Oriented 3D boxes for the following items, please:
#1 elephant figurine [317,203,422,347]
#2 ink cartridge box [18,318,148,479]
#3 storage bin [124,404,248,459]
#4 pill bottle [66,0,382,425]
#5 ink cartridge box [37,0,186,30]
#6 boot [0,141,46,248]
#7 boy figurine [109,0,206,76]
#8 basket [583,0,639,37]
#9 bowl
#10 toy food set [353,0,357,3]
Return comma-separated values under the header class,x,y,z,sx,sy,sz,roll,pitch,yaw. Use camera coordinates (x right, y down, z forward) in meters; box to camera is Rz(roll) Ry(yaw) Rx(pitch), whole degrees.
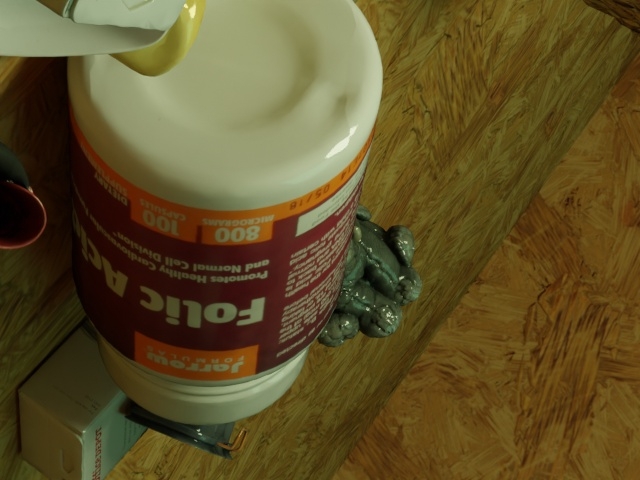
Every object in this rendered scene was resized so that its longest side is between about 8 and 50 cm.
class,x,y,z,sx,sy,sz,roll,pitch,yaw
elephant figurine,0.000,0.000,1.884,0.239,0.186,0.169,41,45,-51
ink cartridge box,-0.192,0.130,1.639,0.190,0.082,0.139,-47,162,-31
storage bin,-0.108,0.145,1.617,0.135,0.098,0.091,44,67,-75
pill bottle,-0.084,-0.024,1.367,0.224,0.224,0.392,-49,164,-29
ink cartridge box,-0.150,-0.183,0.883,0.072,0.175,0.127,-60,166,14
boot,-0.219,-0.031,0.991,0.088,0.176,0.244,-56,168,-9
boy figurine,-0.052,-0.221,1.186,0.285,0.177,0.092,-50,122,-32
basket,0.278,-0.357,1.678,0.213,0.299,0.223,-55,166,-1
bowl,-0.153,-0.175,1.045,0.142,0.053,0.142,-3,141,-17
toy food set,0.048,-0.264,1.654,0.192,0.038,0.132,-60,166,13
